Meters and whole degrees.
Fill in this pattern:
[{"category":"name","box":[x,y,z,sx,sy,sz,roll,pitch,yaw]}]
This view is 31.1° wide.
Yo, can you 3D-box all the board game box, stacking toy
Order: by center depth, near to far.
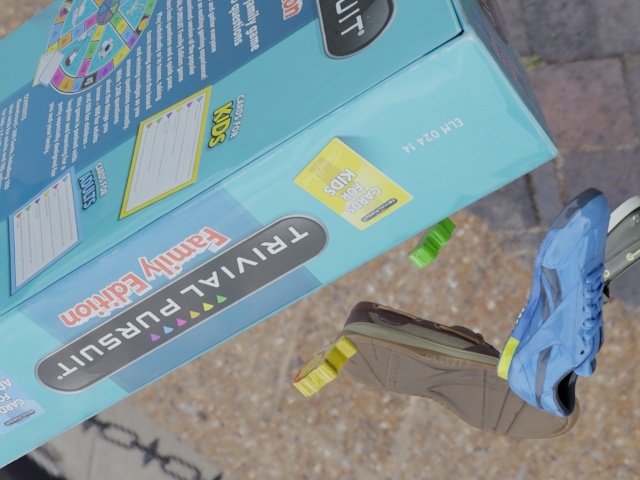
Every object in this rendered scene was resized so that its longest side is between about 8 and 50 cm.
[{"category":"board game box","box":[-0.074,-0.059,0.578,0.336,0.254,0.079,-29,130,19]},{"category":"stacking toy","box":[0.000,0.000,0.993,0.167,0.221,0.052,47,148,-7]}]

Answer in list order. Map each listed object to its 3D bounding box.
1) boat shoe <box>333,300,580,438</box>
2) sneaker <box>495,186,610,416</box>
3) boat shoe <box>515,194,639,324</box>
[{"category":"boat shoe","box":[0.193,0.165,1.586,0.342,0.123,0.123,15,130,8]},{"category":"sneaker","box":[0.215,0.056,0.965,0.082,0.069,0.209,37,128,34]},{"category":"boat shoe","box":[0.447,0.064,1.902,0.091,0.109,0.305,47,108,20]}]
